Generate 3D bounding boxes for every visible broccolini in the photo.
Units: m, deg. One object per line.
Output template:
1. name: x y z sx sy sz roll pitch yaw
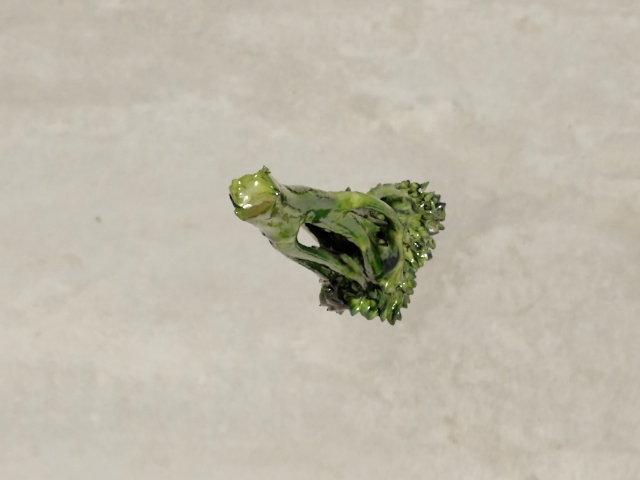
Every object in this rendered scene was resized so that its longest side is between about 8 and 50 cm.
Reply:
1. broccolini: 0.012 0.001 0.464 0.058 0.201 0.074 11 90 13
